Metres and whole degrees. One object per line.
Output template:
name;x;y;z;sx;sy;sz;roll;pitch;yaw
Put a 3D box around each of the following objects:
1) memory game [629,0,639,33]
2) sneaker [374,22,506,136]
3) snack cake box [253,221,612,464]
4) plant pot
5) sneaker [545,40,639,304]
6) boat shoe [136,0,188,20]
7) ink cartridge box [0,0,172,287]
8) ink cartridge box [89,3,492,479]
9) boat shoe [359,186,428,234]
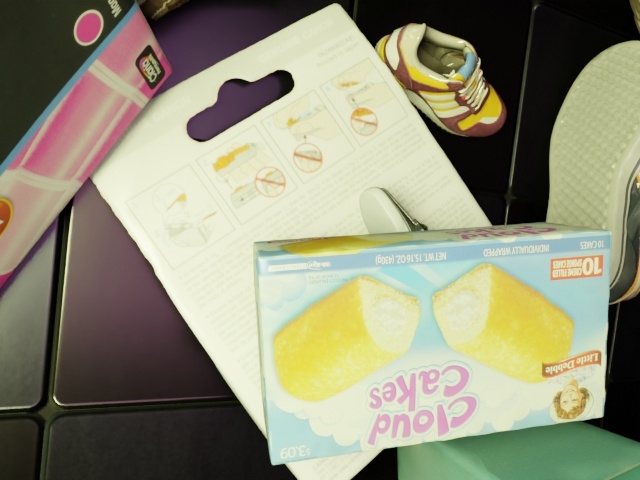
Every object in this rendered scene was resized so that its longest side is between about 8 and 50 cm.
memory game;0.438;-0.245;0.656;0.186;0.012;0.186;33;46;-43
sneaker;0.147;-0.166;0.545;0.186;0.084;0.069;20;86;-25
snack cake box;0.083;0.070;0.403;0.265;0.089;0.152;-4;98;-9
plant pot;0.188;0.265;0.525;0.166;0.234;0.165;-6;97;-24
sneaker;0.368;-0.077;0.639;0.128;0.126;0.321;16;87;-32
boat shoe;-0.046;-0.260;0.440;0.257;0.095;0.095;-46;118;-15
ink cartridge box;-0.249;-0.031;0.319;0.069;0.176;0.371;35;80;6
ink cartridge box;0.000;0.000;0.513;0.308;0.091;0.385;-35;92;-18
boat shoe;0.086;0.007;0.469;0.040;0.049;0.142;-37;101;-23
